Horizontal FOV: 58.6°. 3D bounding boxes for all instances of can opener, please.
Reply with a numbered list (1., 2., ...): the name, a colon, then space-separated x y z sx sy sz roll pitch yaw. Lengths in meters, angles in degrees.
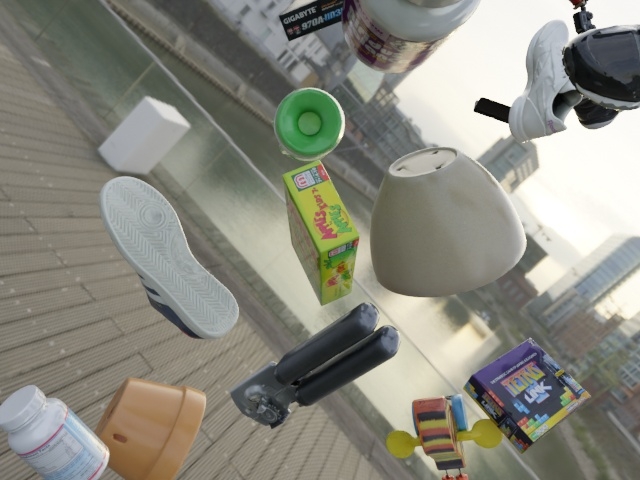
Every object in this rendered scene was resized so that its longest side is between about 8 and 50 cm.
1. can opener: -0.011 0.158 0.735 0.076 0.283 0.095 47 34 -6

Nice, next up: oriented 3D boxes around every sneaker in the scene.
1. sneaker: -0.304 0.048 1.077 0.350 0.131 0.148 57 -35 -4
2. sneaker: 0.678 -0.381 1.295 0.153 0.269 0.101 20 34 -38
3. sneaker: 0.533 -0.362 1.287 0.114 0.305 0.152 25 -13 -35
4. sneaker: 0.415 -0.218 0.629 0.124 0.283 0.107 119 -32 -68

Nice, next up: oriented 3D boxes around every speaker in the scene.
1. speaker: -0.024 -0.216 1.105 0.131 0.131 0.296 45 3 -6

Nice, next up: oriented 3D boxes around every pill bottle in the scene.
1. pill bottle: -0.385 0.286 0.821 0.160 0.087 0.087 62 2 -28
2. pill bottle: 0.122 -0.336 0.762 0.169 0.169 0.301 46 1 -4

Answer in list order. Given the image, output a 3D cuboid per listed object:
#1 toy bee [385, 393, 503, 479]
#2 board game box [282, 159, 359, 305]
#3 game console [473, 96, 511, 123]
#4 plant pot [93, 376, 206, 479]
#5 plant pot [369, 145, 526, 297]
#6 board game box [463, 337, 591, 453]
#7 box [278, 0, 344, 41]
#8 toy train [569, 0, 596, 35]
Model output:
1. toy bee: 0.239 0.364 1.042 0.298 0.195 0.162 14 62 -50
2. board game box: 0.000 0.000 0.632 0.181 0.043 0.092 89 -23 -67
3. game console: 0.528 -0.403 1.709 0.122 0.071 0.107 21 42 4
4. plant pot: -0.458 0.488 1.485 0.203 0.291 0.291 32 14 -16
5. plant pot: 0.207 -0.056 1.028 0.284 0.283 0.191 -110 180 -65
6. board game box: 0.357 0.262 0.987 0.170 0.048 0.141 -20 55 -33
7. box: 0.033 -0.444 1.049 0.220 0.175 0.051 -71 142 -55
8. toy train: 0.442 -0.429 0.989 0.027 0.036 0.159 165 -87 -73
